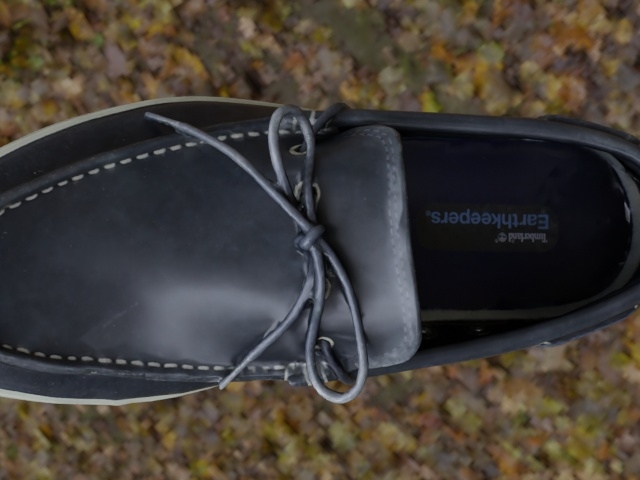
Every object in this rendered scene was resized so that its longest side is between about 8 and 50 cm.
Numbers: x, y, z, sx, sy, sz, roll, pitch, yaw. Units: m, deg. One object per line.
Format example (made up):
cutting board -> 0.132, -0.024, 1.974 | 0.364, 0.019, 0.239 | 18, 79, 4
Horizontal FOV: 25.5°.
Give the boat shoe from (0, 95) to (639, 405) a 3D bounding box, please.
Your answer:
boat shoe -> 0.000, 0.000, 0.852 | 0.156, 0.500, 0.186 | 179, 87, -73
